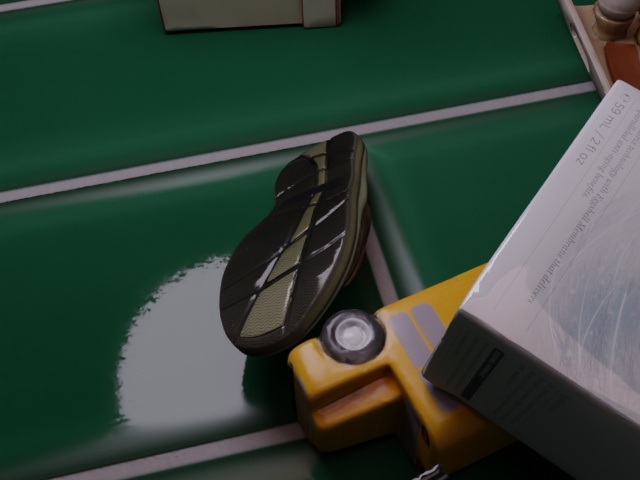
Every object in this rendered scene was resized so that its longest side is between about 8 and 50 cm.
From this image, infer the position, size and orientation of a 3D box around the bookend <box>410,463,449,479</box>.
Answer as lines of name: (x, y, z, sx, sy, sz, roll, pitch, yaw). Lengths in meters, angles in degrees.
bookend: (0.087, 0.253, 0.533, 0.072, 0.156, 0.157, -26, 57, -17)

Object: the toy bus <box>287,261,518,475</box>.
toy bus: (0.145, 0.092, 0.685, 0.333, 0.108, 0.130, -22, 57, -14)

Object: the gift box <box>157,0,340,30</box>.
gift box: (-0.076, -0.417, 0.985, 0.258, 0.276, 0.255, -3, 58, -2)

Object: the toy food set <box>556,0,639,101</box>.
toy food set: (0.435, -0.238, 0.932, 0.306, 0.092, 0.219, -6, 52, -2)

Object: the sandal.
sandal: (0.002, -0.001, 0.759, 0.120, 0.086, 0.303, -16, 29, 25)

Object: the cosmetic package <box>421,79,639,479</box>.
cosmetic package: (0.230, 0.051, 0.566, 0.225, 0.138, 0.224, 34, 65, 12)
